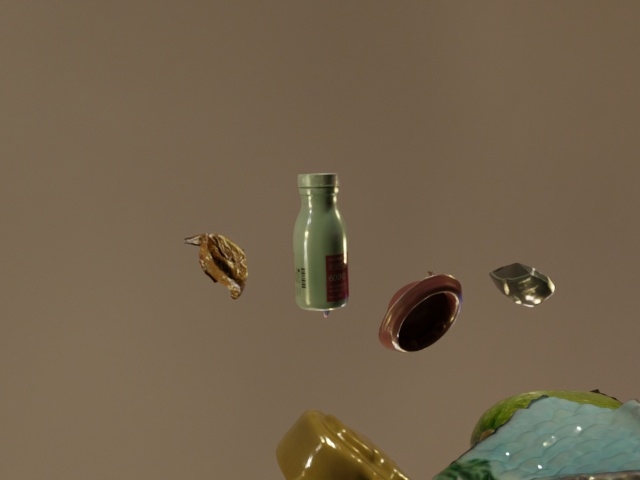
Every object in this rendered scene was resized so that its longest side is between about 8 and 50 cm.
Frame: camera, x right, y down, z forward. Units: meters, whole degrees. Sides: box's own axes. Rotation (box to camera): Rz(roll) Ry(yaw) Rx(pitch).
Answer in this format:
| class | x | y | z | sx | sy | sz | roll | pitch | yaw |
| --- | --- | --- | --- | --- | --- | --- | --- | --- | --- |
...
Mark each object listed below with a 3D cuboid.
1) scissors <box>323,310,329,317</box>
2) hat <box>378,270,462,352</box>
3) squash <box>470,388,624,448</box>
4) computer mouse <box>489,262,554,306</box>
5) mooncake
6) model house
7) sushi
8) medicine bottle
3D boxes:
| class | x | y | z | sx | sy | sz | roll | pitch | yaw |
| --- | --- | --- | --- | --- | --- | --- | --- | --- | --- |
| scissors | 0.018 | 0.098 | 1.098 | 0.012 | 0.039 | 0.113 | 4 | -57 | -11 |
| hat | 0.201 | 0.145 | 1.168 | 0.205 | 0.089 | 0.205 | -17 | -50 | -22 |
| squash | 0.416 | 0.430 | 1.060 | 0.309 | 0.310 | 0.310 | 9 | -84 | -17 |
| computer mouse | 0.434 | 0.104 | 1.231 | 0.106 | 0.192 | 0.062 | 38 | -103 | -7 |
| mooncake | 0.044 | 0.355 | 0.856 | 0.117 | 0.235 | 0.235 | -51 | -58 | -5 |
| model house | 0.357 | 0.394 | 0.615 | 0.297 | 0.339 | 0.360 | -22 | -92 | -28 |
| sushi | -0.120 | 0.027 | 0.679 | 0.099 | 0.047 | 0.050 | 59 | -143 | -14 |
| medicine bottle | 0.000 | 0.000 | 0.912 | 0.090 | 0.090 | 0.216 | -6 | -81 | -31 |
